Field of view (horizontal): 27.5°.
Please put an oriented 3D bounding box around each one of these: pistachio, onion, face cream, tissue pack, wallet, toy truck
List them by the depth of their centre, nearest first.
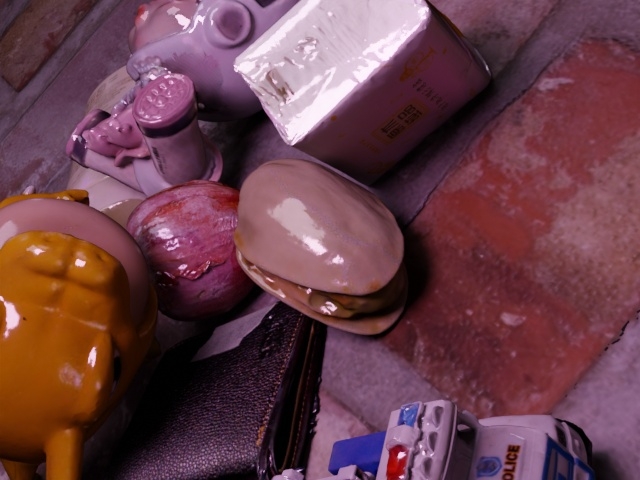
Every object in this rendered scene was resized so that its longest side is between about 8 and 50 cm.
[{"bbox_3d":[0.082,0.188,0.938,0.213,0.177,0.161,-20,40,38],"label":"toy truck"},{"bbox_3d":[0.000,0.000,1.269,0.215,0.144,0.144,38,86,33],"label":"pistachio"},{"bbox_3d":[-0.102,0.171,1.288,0.221,0.071,0.262,-27,31,32],"label":"wallet"},{"bbox_3d":[0.050,-0.167,1.303,0.185,0.225,0.124,-39,70,12],"label":"tissue pack"},{"bbox_3d":[-0.114,0.002,1.425,0.195,0.159,0.159,-20,30,-11],"label":"onion"},{"bbox_3d":[-0.278,-0.102,1.776,0.174,0.081,0.348,-31,36,26],"label":"face cream"}]

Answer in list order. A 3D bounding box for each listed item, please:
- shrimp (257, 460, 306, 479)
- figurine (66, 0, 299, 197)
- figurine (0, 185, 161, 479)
[{"bbox_3d":[-0.138,0.338,1.107,0.372,0.137,0.172,-46,67,19],"label":"shrimp"},{"bbox_3d":[-0.148,-0.210,1.615,0.253,0.211,0.361,0,57,44],"label":"figurine"},{"bbox_3d":[-0.293,0.111,1.334,0.268,0.400,0.387,-15,16,-9],"label":"figurine"}]
